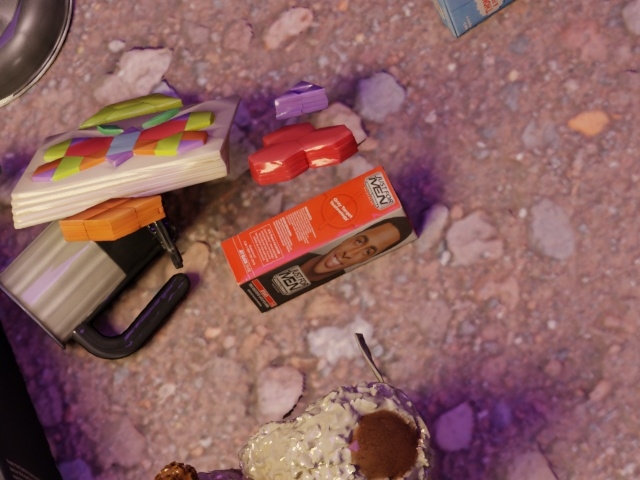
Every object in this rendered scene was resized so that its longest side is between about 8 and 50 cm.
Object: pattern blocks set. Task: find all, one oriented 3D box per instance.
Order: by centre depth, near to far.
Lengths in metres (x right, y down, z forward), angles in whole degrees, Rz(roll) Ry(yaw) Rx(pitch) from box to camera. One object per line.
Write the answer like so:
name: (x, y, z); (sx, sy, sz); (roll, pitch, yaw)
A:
pattern blocks set: (-0.148, -0.065, 1.503); (0.325, 0.285, 0.026); (-17, 111, -5)

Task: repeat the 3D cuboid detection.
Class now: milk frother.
milk frother: (-0.177, 0.017, 1.523); (0.129, 0.143, 0.135); (40, 81, 16)

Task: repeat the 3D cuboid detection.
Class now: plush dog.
plush dog: (-0.028, 0.206, 1.397); (0.225, 0.262, 0.210); (-25, 32, -6)

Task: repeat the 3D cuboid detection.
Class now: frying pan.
frying pan: (-0.280, -0.256, 1.708); (0.197, 0.053, 0.326); (31, 83, 21)

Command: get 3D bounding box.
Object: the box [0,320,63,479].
box: (-0.385, 0.208, 1.486); (0.343, 0.179, 0.312); (-28, 65, 3)

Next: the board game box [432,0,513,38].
board game box: (0.174, -0.263, 1.530); (0.211, 0.160, 0.039); (-34, 65, 0)

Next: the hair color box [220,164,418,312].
hair color box: (0.000, 0.000, 1.525); (0.141, 0.072, 0.043); (-27, 65, 4)
